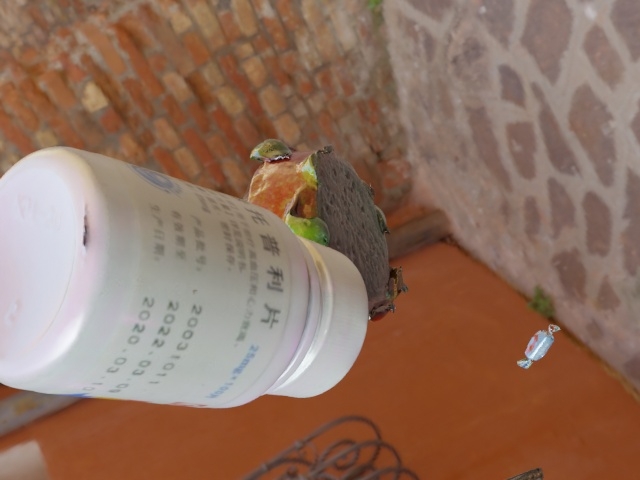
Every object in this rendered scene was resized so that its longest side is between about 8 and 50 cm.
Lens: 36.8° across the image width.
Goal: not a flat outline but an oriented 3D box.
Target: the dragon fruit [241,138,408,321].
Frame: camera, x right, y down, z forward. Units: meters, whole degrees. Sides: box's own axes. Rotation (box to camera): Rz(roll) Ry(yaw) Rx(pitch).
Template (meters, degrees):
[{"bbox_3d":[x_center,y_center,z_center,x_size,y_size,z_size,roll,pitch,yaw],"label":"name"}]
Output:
[{"bbox_3d":[0.000,0.000,1.196,0.295,0.130,0.268,11,-113,-67],"label":"dragon fruit"}]

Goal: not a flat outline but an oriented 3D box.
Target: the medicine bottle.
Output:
[{"bbox_3d":[-0.104,0.043,0.736,0.293,0.170,0.170,18,-154,-47],"label":"medicine bottle"}]

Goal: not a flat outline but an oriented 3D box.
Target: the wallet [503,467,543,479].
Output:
[{"bbox_3d":[0.311,0.442,1.620,0.152,0.118,0.038,100,148,-51],"label":"wallet"}]

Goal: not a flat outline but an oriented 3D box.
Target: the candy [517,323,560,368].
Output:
[{"bbox_3d":[0.317,0.155,1.407,0.083,0.030,0.020,-59,30,23],"label":"candy"}]
